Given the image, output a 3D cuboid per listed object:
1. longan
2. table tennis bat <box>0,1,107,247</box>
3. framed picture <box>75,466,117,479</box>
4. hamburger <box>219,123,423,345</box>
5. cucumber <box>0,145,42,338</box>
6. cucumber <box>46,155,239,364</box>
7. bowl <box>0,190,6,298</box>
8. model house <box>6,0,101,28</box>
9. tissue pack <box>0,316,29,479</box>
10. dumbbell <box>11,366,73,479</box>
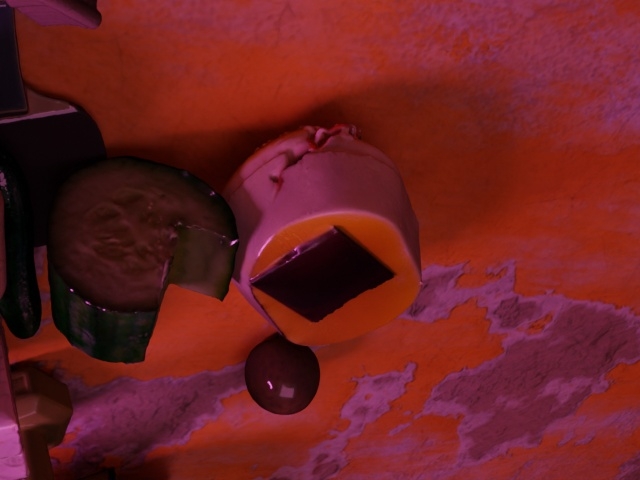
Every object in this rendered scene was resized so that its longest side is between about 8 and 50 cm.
[{"bbox_3d":[-0.049,0.175,1.261,0.106,0.106,0.119,25,77,-43],"label":"longan"},{"bbox_3d":[-0.295,-0.100,0.898,0.173,0.022,0.301,-12,137,-17],"label":"table tennis bat"},{"bbox_3d":[-0.423,0.374,1.180,0.339,0.255,0.014,-17,93,-12],"label":"framed picture"},{"bbox_3d":[0.000,0.000,1.069,0.227,0.151,0.295,-26,147,1],"label":"hamburger"},{"bbox_3d":[-0.316,0.013,0.955,0.056,0.056,0.284,-11,139,-19],"label":"cucumber"},{"bbox_3d":[-0.192,0.017,0.936,0.191,0.191,0.130,-10,137,-20],"label":"cucumber"},{"bbox_3d":[-0.372,-0.035,0.785,0.238,0.238,0.126,9,111,-35],"label":"bowl"},{"bbox_3d":[-0.163,-0.262,0.677,0.122,0.188,0.229,12,123,-42],"label":"model house"},{"bbox_3d":[-0.436,0.172,0.971,0.225,0.185,0.124,-11,139,-18],"label":"tissue pack"},{"bbox_3d":[-0.322,0.284,1.055,0.121,0.302,0.108,-16,137,-11],"label":"dumbbell"}]
